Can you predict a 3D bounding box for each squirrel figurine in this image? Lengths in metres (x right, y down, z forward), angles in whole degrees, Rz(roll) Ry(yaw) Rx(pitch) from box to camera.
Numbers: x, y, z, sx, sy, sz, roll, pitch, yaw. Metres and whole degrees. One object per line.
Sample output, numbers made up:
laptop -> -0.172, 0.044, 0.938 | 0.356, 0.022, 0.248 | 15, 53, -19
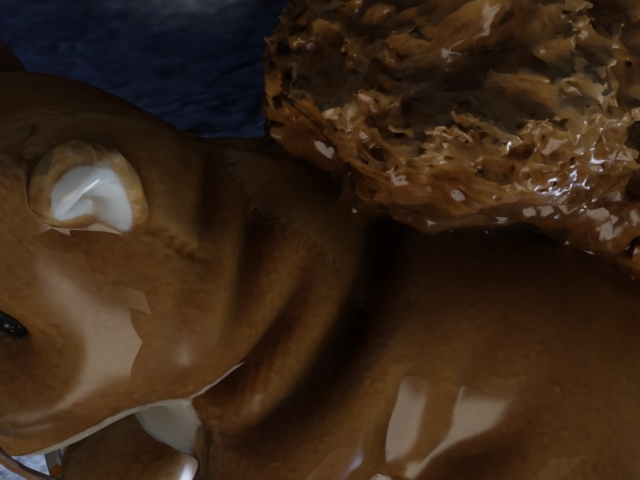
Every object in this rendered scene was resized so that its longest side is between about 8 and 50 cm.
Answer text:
squirrel figurine -> 0.000, 0.000, 0.802 | 0.370, 0.281, 0.397 | 34, 99, -28

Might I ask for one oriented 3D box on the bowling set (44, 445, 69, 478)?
bowling set -> -0.101, 0.127, 1.084 | 0.287, 0.154, 0.200 | -22, 152, 19
